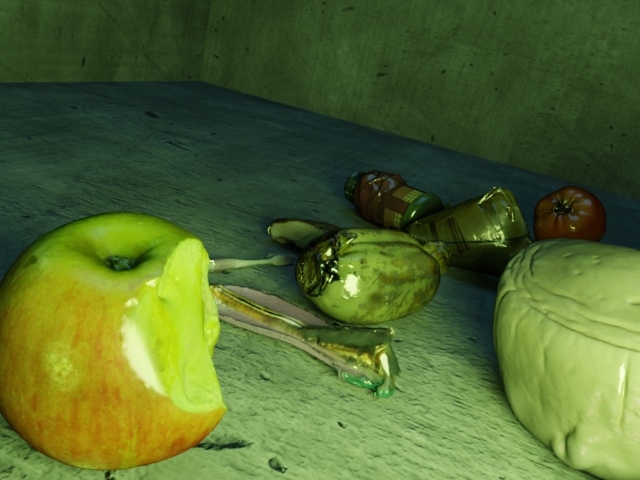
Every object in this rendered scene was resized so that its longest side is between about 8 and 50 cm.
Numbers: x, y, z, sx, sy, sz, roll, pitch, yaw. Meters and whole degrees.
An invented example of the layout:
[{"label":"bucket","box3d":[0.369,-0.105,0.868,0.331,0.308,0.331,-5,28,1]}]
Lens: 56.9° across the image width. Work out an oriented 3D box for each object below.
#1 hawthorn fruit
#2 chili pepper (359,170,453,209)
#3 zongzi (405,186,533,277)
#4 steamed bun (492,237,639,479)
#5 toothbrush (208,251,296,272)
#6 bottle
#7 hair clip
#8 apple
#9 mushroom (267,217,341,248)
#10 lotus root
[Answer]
[{"label":"hawthorn fruit","box3d":[0.699,-0.039,1.638,0.225,0.196,0.196,37,-1,-43]},{"label":"chili pepper","box3d":[0.222,-0.123,1.681,0.085,0.076,0.359,-34,40,-28]},{"label":"zongzi","box3d":[0.343,0.056,1.276,0.260,0.289,0.123,-22,-6,18]},{"label":"steamed bun","box3d":[0.358,0.149,0.734,0.236,0.247,0.383,-24,27,-23]},{"label":"toothbrush","box3d":[-0.188,0.041,1.035,0.354,0.024,0.029,-4,20,-41]},{"label":"bottle","box3d":[0.174,-0.094,1.483,0.143,0.156,0.271,-36,43,-22]},{"label":"hair clip","box3d":[-0.039,0.121,0.866,0.359,0.095,0.110,15,53,30]},{"label":"apple","box3d":[-0.194,0.092,0.590,0.246,0.226,0.246,11,22,-5]},{"label":"mushroom","box3d":[0.000,-0.002,1.206,0.210,0.072,0.094,23,13,27]},{"label":"lotus root","box3d":[0.099,0.055,0.995,0.309,0.173,0.173,-1,24,-34]}]
